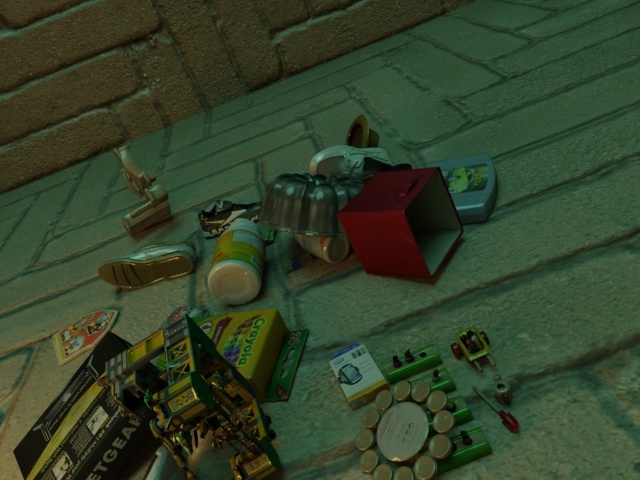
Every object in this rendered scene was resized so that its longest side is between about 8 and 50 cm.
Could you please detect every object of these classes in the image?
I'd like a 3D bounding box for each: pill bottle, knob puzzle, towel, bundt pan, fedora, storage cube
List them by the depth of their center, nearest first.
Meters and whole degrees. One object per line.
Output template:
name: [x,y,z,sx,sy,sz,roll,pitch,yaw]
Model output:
storage cube: [0.191,-0.040,1.220,0.193,0.215,0.184,1,39,44]
bundt pan: [-0.001,-0.106,1.375,0.330,0.124,0.331,5,13,-1]
pill bottle: [0.000,0.000,1.389,0.087,0.087,0.160,-37,34,-22]
pill bottle: [-0.220,0.047,1.409,0.136,0.136,0.246,-17,32,10]
towel: [-0.061,0.057,1.415,0.083,0.009,0.060,-23,32,0]
knob puzzle: [-0.673,0.253,1.486,0.213,0.030,0.213,-16,32,10]
towel: [-0.209,-0.010,1.594,0.148,0.027,0.110,-14,33,11]
fedora: [0.148,-0.334,1.774,0.079,0.194,0.194,10,25,-19]

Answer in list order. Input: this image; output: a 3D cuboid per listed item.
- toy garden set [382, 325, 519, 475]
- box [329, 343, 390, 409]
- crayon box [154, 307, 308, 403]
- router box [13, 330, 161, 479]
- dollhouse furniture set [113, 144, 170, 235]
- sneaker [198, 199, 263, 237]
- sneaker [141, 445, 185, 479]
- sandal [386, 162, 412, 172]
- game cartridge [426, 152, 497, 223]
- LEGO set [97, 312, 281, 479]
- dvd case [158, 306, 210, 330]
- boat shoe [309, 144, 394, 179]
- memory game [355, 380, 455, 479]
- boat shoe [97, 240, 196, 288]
toy garden set: [0.231,0.254,0.896,0.203,0.049,0.244,-22,32,0]
box: [0.072,0.259,1.013,0.081,0.028,0.136,-26,29,-5]
crayon box: [-0.202,0.253,1.141,0.318,0.081,0.202,-9,34,20]
router box: [-0.461,0.367,1.052,0.242,0.081,0.309,19,69,48]
dollhouse furniture set: [-0.729,-0.219,1.913,0.173,0.356,0.303,-35,-5,-21]
sneaker: [-0.294,-0.091,1.693,0.234,0.106,0.078,-20,32,5]
sneaker: [-0.328,0.473,0.866,0.153,0.101,0.269,-13,35,11]
sandal: [0.187,-0.167,1.553,0.097,0.055,0.254,6,41,38]
game cartridge: [0.377,-0.144,1.406,0.195,0.060,0.294,-4,36,21]
LEGO set: [-0.231,0.303,0.876,0.192,0.331,0.255,-32,45,0]
dvd case: [-0.360,0.212,1.367,0.119,0.013,0.087,-2,37,32]
boat shoe: [0.106,-0.236,1.614,0.276,0.098,0.096,-9,39,-20]
memory game: [0.136,0.315,0.849,0.186,0.012,0.186,-29,36,24]
boat shoe: [-0.529,0.071,1.605,0.302,0.113,0.103,-7,32,5]
